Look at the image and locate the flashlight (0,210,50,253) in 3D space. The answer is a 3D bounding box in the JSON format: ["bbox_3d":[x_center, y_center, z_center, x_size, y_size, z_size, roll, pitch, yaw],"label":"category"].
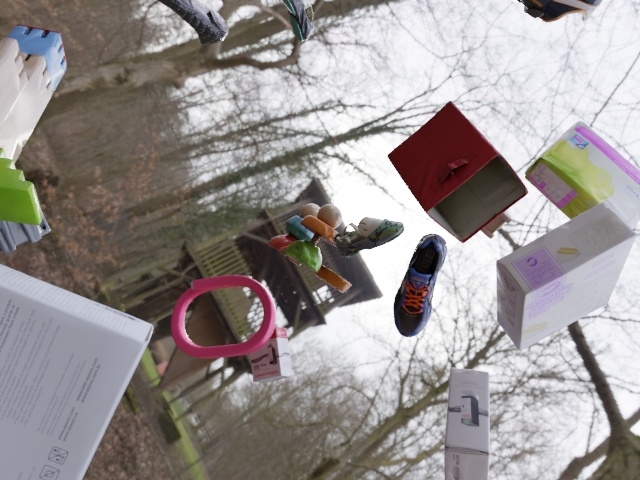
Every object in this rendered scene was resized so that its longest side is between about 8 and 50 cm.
[{"bbox_3d":[-0.486,-0.126,0.725,0.103,0.103,0.304,-98,176,-69],"label":"flashlight"}]

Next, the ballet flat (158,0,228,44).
[{"bbox_3d":[-0.190,-0.312,0.719,0.173,0.049,0.057,23,46,-59],"label":"ballet flat"}]

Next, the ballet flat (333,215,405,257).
[{"bbox_3d":[0.084,-0.012,1.043,0.188,0.070,0.070,-28,-88,53],"label":"ballet flat"}]

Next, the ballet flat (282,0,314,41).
[{"bbox_3d":[-0.058,-0.613,1.413,0.074,0.074,0.203,53,-1,23],"label":"ballet flat"}]

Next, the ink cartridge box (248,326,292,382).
[{"bbox_3d":[-0.140,0.316,1.478,0.056,0.099,0.135,24,51,-57],"label":"ink cartridge box"}]

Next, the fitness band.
[{"bbox_3d":[-0.255,0.198,1.393,0.054,0.291,0.209,43,41,-68],"label":"fitness band"}]

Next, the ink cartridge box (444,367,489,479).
[{"bbox_3d":[0.320,0.413,1.166,0.092,0.218,0.158,2,-56,18],"label":"ink cartridge box"}]

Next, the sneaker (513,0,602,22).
[{"bbox_3d":[0.528,-0.611,1.312,0.321,0.126,0.127,13,-42,7],"label":"sneaker"}]

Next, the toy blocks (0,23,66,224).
[{"bbox_3d":[-0.433,-0.166,0.511,0.190,0.382,0.260,107,-12,-50],"label":"toy blocks"}]

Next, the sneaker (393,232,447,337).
[{"bbox_3d":[0.195,0.087,1.079,0.083,0.221,0.087,13,-3,17],"label":"sneaker"}]

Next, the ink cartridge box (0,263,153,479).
[{"bbox_3d":[-0.288,0.127,0.439,0.224,0.223,0.045,26,8,-15],"label":"ink cartridge box"}]

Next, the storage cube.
[{"bbox_3d":[0.293,-0.146,1.154,0.215,0.184,0.193,30,26,-46],"label":"storage cube"}]

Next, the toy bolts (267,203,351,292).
[{"bbox_3d":[0.000,0.000,1.345,0.218,0.158,0.228,38,-8,-34],"label":"toy bolts"}]

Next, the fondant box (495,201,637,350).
[{"bbox_3d":[0.500,0.092,1.131,0.096,0.238,0.330,62,1,35],"label":"fondant box"}]

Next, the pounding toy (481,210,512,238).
[{"bbox_3d":[0.452,-0.087,1.530,0.154,0.155,0.269,32,30,-14],"label":"pounding toy"}]

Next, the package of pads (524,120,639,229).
[{"bbox_3d":[0.716,-0.149,1.415,0.296,0.229,0.101,46,-27,12],"label":"package of pads"}]
